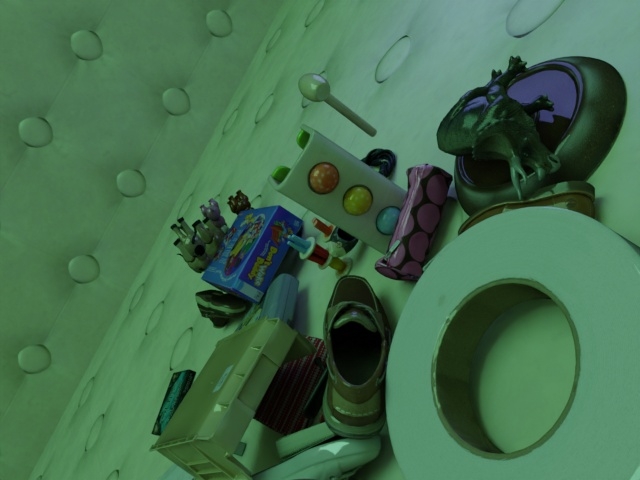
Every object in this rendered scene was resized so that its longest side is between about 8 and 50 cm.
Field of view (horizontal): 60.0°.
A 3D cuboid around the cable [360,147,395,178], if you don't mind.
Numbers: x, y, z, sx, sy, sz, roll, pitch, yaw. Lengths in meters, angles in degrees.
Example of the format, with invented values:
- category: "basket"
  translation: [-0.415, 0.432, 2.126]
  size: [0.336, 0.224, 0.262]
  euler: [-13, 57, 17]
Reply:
- category: "cable"
  translation: [0.095, -0.137, 1.272]
  size: [0.184, 0.047, 0.151]
  euler: [-36, 34, 42]

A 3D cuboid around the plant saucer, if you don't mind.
- category: "plant saucer"
  translation: [0.324, -0.171, 0.889]
  size: [0.310, 0.050, 0.311]
  euler: [-43, 29, 31]

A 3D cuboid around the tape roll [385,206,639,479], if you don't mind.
- category: "tape roll"
  translation: [0.226, 0.150, 0.650]
  size: [0.392, 0.071, 0.392]
  euler: [-40, 39, 41]

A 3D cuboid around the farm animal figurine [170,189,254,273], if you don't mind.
- category: "farm animal figurine"
  translation: [-0.334, 0.005, 1.731]
  size: [0.326, 0.172, 0.330]
  euler: [-40, -3, 43]

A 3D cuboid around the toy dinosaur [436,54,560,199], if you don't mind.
- category: "toy dinosaur"
  translation: [0.241, -0.182, 0.850]
  size: [0.160, 0.121, 0.313]
  euler: [-43, 27, -8]

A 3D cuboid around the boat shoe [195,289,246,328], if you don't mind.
- category: "boat shoe"
  translation: [-0.279, 0.203, 1.580]
  size: [0.257, 0.095, 0.095]
  euler: [7, 103, 60]

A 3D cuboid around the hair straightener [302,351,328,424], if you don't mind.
- category: "hair straightener"
  translation: [0.020, 0.215, 1.010]
  size: [0.089, 0.047, 0.231]
  euler: [8, 69, 39]

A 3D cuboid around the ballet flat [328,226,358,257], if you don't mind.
- category: "ballet flat"
  translation: [0.070, -0.036, 1.159]
  size: [0.173, 0.057, 0.049]
  euler: [-52, -10, -21]

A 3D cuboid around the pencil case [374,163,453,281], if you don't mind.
- category: "pencil case"
  translation: [0.162, -0.033, 0.964]
  size: [0.095, 0.098, 0.210]
  euler: [5, 73, 49]

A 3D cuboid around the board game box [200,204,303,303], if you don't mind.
- category: "board game box"
  translation: [-0.193, 0.032, 1.473]
  size: [0.234, 0.078, 0.347]
  euler: [-61, 21, -11]

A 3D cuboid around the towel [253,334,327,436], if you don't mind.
- category: "towel"
  translation: [-0.068, 0.289, 1.145]
  size: [0.274, 0.031, 0.199]
  euler: [-3, 58, 58]

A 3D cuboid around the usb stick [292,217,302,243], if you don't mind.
- category: "usb stick"
  translation: [-0.143, 0.045, 1.520]
  size: [0.278, 0.045, 0.077]
  euler: [-47, 22, 26]

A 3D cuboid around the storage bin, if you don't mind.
- category: "storage bin"
  translation: [-0.157, 0.296, 1.028]
  size: [0.260, 0.123, 0.262]
  euler: [-32, 21, 49]

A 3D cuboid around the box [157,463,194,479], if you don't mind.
- category: "box"
  translation: [-0.295, 0.614, 1.190]
  size: [0.232, 0.058, 0.322]
  euler: [-47, 27, 26]

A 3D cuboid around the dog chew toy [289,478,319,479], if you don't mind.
- category: "dog chew toy"
  translation: [-0.007, 0.471, 0.664]
  size: [0.207, 0.206, 0.332]
  euler: [-48, 37, 24]

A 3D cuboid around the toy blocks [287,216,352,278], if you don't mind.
- category: "toy blocks"
  translation: [0.000, 0.000, 1.183]
  size: [0.054, 0.148, 0.123]
  euler: [-33, 37, 43]

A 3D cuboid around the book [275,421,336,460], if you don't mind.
- category: "book"
  translation: [0.007, 0.315, 0.903]
  size: [0.144, 0.096, 0.035]
  euler: [-39, 61, 39]

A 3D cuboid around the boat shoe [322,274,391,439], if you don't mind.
- category: "boat shoe"
  translation: [0.062, 0.153, 0.886]
  size: [0.324, 0.122, 0.117]
  euler: [-92, 2, -56]

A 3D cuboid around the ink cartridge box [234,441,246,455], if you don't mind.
- category: "ink cartridge box"
  translation: [-0.204, 0.444, 1.206]
  size: [0.083, 0.048, 0.028]
  euler: [-18, 48, 56]

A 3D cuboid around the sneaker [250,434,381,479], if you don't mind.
- category: "sneaker"
  translation: [-0.004, 0.393, 0.871]
  size: [0.290, 0.105, 0.123]
  euler: [-38, 60, 31]

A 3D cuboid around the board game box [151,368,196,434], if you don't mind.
- category: "board game box"
  translation: [-0.429, 0.473, 1.614]
  size: [0.126, 0.026, 0.186]
  euler: [-25, 42, 50]

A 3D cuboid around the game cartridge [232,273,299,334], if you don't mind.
- category: "game cartridge"
  translation: [-0.151, 0.217, 1.292]
  size: [0.294, 0.060, 0.196]
  euler: [-51, 12, 29]

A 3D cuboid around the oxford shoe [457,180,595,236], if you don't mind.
- category: "oxford shoe"
  translation: [0.279, -0.015, 0.781]
  size: [0.212, 0.076, 0.076]
  euler: [-24, 52, 51]

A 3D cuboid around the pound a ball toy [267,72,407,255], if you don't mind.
- category: "pound a ball toy"
  translation: [0.057, -0.130, 1.015]
  size: [0.208, 0.319, 0.136]
  euler: [-56, 26, 8]
